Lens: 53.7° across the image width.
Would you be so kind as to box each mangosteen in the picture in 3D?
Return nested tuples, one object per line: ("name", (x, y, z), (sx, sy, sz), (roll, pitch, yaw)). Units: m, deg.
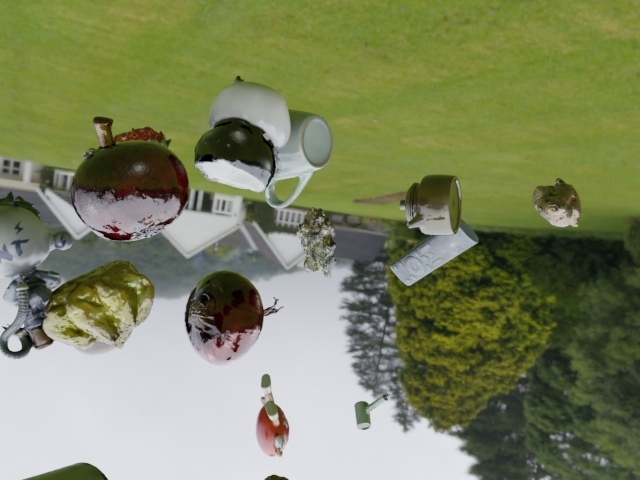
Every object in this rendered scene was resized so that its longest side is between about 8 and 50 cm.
("mangosteen", (-0.399, -0.128, 1.279), (0.236, 0.261, 0.235), (-26, 177, -2))

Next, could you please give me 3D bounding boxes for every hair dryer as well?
("hair dryer", (0.129, 0.399, 1.509), (0.038, 0.124, 0.063), (25, -141, -28))

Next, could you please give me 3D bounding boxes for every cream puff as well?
("cream puff", (-0.497, 0.145, 1.434), (0.196, 0.244, 0.244), (40, 174, -21))

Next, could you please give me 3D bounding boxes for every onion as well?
("onion", (-0.253, 0.221, 1.810), (0.285, 0.272, 0.273), (8, -175, -42))

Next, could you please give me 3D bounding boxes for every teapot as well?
("teapot", (0.333, -0.116, 1.938), (0.176, 0.185, 0.267), (4, -144, 23))

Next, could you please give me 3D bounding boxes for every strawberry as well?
("strawberry", (-0.605, -0.293, 2.018), (0.228, 0.097, 0.174), (-14, 174, 10))

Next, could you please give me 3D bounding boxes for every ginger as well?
("ginger", (0.552, -0.081, 1.465), (0.084, 0.122, 0.290), (-21, 178, 30))

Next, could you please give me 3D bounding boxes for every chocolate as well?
("chocolate", (-0.733, 0.298, 2.095), (0.177, 0.176, 0.177), (9, -174, -1))

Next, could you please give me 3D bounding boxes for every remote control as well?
("remote control", (0.376, 0.045, 2.145), (0.044, 0.107, 0.377), (-37, 177, -39))

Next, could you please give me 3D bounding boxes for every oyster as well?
("oyster", (-0.008, 0.001, 1.802), (0.092, 0.198, 0.259), (-2, -162, -9))

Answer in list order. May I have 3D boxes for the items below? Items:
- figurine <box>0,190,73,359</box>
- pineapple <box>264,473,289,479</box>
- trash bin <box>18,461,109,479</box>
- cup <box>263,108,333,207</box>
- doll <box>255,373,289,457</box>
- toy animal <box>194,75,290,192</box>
("figurine", (-0.726, 0.069, 1.551), (0.261, 0.381, 0.186), (-28, -166, -26))
("pineapple", (-0.109, 0.629, 1.465), (0.074, 0.159, 0.074), (4, 141, 3))
("trash bin", (-0.616, 0.623, 1.378), (0.277, 0.217, 0.263), (39, -166, 25))
("cup", (-0.092, -0.205, 1.588), (0.234, 0.257, 0.186), (5, -156, 36))
("doll", (-0.120, 0.468, 1.603), (0.085, 0.217, 0.183), (-6, -151, -13))
("toy animal", (-0.166, -0.238, 1.401), (0.187, 0.235, 0.165), (15, 159, 1))
